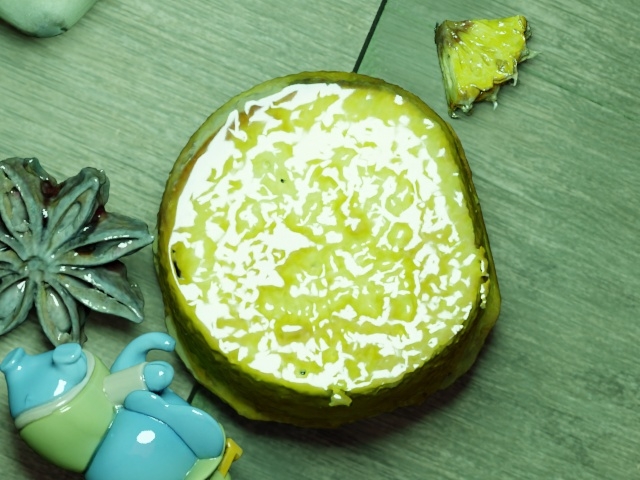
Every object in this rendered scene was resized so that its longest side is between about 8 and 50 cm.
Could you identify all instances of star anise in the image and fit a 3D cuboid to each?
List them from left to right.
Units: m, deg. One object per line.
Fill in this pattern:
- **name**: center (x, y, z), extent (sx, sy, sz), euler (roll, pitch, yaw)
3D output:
- **star anise**: center (-0.290, 0.007, 1.868), extent (0.236, 0.109, 0.223), euler (11, 120, 0)

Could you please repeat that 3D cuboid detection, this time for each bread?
- **bread**: center (0.000, 0.000, 1.866), extent (0.398, 0.215, 0.398), euler (0, 80, -1)

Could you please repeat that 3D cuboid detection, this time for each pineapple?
- **pineapple**: center (0.176, -0.209, 1.993), extent (0.116, 0.069, 0.137), euler (40, 71, 6)

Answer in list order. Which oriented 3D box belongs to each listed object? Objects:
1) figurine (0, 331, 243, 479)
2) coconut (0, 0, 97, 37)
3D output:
- **figurine**: center (-0.199, 0.193, 1.825), extent (0.180, 0.154, 0.262), euler (-36, 109, 9)
- **coconut**: center (-0.309, -0.325, 1.887), extent (0.202, 0.202, 0.222), euler (-11, 78, -7)
